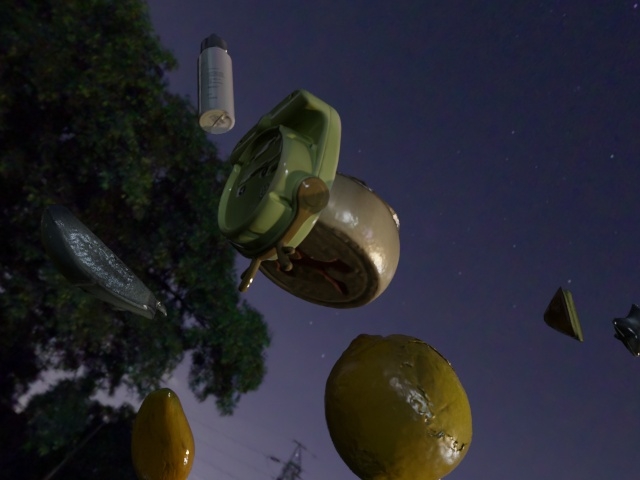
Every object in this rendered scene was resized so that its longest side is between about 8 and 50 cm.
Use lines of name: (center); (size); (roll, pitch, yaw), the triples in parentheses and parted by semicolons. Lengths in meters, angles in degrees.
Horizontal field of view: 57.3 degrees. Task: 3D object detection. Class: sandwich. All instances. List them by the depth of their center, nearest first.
sandwich: (0.339, 0.110, 0.828); (0.031, 0.083, 0.044); (33, -50, -27)

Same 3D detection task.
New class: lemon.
lemon: (0.146, 0.329, 1.140); (0.297, 0.297, 0.297); (27, -36, 22)

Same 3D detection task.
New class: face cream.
face cream: (-0.267, -0.414, 1.483); (0.092, 0.311, 0.092); (-5, -30, -3)

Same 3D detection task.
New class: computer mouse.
computer mouse: (-0.319, 0.047, 0.837); (0.229, 0.068, 0.113); (48, -18, -14)

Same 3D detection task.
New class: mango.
mango: (-0.407, 0.522, 1.513); (0.177, 0.119, 0.316); (8, -75, 26)

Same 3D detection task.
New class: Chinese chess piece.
Chinese chess piece: (0.000, 0.000, 1.229); (0.338, 0.140, 0.338); (17, -37, 13)

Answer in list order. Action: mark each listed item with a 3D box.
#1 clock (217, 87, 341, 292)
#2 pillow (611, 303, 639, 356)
clock: (-0.077, -0.074, 0.935); (0.096, 0.308, 0.235); (28, -38, -30)
pillow: (0.721, 0.203, 1.341); (0.091, 0.136, 0.055); (44, -44, 33)
